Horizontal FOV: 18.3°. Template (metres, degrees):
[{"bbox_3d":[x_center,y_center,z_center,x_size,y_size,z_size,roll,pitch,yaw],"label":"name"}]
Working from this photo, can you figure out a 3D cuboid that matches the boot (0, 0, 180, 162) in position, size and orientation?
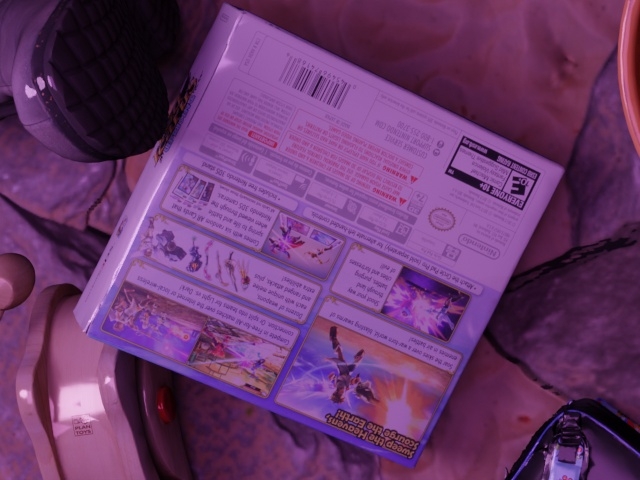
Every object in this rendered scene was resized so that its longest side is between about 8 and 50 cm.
[{"bbox_3d":[-0.222,-0.105,1.374,0.223,0.338,0.118,-20,107,10],"label":"boot"}]

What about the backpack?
[{"bbox_3d":[0.189,0.218,1.412,0.158,0.117,0.173,35,100,7],"label":"backpack"}]

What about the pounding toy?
[{"bbox_3d":[-0.190,0.115,1.478,0.155,0.154,0.269,-9,112,14],"label":"pounding toy"}]

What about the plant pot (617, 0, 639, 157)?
[{"bbox_3d":[0.347,-0.121,1.306,0.291,0.203,0.290,1,96,12],"label":"plant pot"}]

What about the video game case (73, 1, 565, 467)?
[{"bbox_3d":[0.000,0.000,1.396,0.270,0.061,0.244,25,95,-21],"label":"video game case"}]
